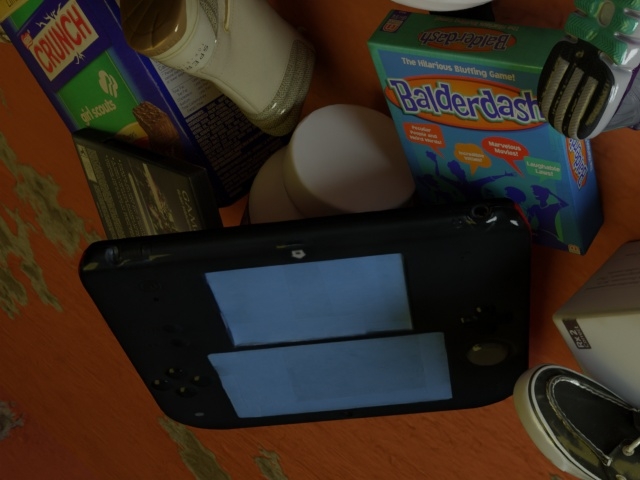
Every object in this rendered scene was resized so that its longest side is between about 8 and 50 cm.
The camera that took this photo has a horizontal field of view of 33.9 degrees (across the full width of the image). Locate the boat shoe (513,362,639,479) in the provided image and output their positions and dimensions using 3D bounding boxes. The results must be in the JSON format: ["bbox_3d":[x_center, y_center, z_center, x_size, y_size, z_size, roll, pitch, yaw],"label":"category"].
[{"bbox_3d":[0.248,0.163,0.796,0.219,0.078,0.070,38,149,4],"label":"boat shoe"}]

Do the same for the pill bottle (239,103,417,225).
[{"bbox_3d":[0.000,0.000,1.079,0.169,0.169,0.301,43,149,13],"label":"pill bottle"}]

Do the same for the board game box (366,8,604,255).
[{"bbox_3d":[0.141,-0.087,0.870,0.160,0.047,0.210,15,146,34],"label":"board game box"}]

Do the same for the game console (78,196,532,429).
[{"bbox_3d":[0.004,0.086,1.003,0.387,0.060,0.342,-6,149,6],"label":"game console"}]

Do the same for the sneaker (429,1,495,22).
[{"bbox_3d":[0.113,-0.227,0.808,0.089,0.051,0.170,0,120,58],"label":"sneaker"}]

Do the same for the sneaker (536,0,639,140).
[{"bbox_3d":[0.229,-0.173,0.712,0.083,0.098,0.223,49,130,36],"label":"sneaker"}]

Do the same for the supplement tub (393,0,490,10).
[{"bbox_3d":[0.121,-0.291,0.552,0.235,0.235,0.325,54,149,-4],"label":"supplement tub"}]

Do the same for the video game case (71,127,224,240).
[{"bbox_3d":[-0.178,-0.012,1.156,0.274,0.026,0.196,20,132,49],"label":"video game case"}]

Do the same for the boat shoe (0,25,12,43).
[{"bbox_3d":[-0.422,-0.297,1.382,0.277,0.096,0.098,29,142,32],"label":"boat shoe"}]

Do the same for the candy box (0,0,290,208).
[{"bbox_3d":[-0.206,-0.185,1.197,0.268,0.122,0.317,-8,115,56],"label":"candy box"}]

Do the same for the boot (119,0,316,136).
[{"bbox_3d":[-0.094,-0.242,0.998,0.095,0.261,0.203,-25,146,27],"label":"boot"}]

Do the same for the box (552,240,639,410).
[{"bbox_3d":[0.314,0.094,0.822,0.182,0.119,0.181,-12,114,56],"label":"box"}]
